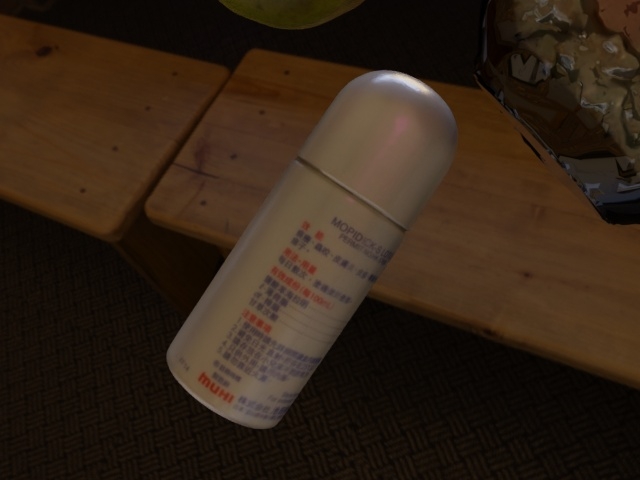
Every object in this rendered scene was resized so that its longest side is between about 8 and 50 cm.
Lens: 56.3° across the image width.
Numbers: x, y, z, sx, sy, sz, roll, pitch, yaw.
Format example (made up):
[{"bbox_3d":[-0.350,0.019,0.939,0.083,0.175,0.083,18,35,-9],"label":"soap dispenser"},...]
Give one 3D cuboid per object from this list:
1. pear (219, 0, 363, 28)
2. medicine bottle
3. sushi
[{"bbox_3d":[-0.014,-0.422,0.777,0.287,0.375,0.288,4,95,46],"label":"pear"},{"bbox_3d":[0.000,0.000,0.559,0.130,0.130,0.341,37,96,29],"label":"medicine bottle"},{"bbox_3d":[0.299,-0.167,0.524,0.328,0.285,0.328,-43,85,4],"label":"sushi"}]
